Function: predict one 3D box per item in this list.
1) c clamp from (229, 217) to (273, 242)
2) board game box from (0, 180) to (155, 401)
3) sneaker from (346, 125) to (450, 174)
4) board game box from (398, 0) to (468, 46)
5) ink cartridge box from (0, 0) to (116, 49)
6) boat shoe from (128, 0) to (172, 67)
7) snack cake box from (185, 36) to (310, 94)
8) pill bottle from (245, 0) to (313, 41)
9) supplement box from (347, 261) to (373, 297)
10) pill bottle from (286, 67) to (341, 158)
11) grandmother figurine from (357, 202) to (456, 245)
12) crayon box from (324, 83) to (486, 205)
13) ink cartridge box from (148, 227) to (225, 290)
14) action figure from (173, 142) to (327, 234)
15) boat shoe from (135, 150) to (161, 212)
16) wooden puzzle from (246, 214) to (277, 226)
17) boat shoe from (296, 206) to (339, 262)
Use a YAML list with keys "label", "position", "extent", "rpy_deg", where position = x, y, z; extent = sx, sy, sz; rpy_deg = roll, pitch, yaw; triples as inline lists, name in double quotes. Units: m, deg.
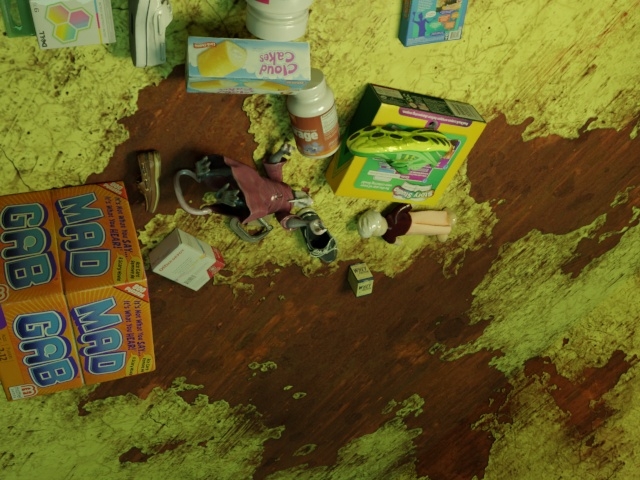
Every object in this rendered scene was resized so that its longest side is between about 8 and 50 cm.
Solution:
- label: "c clamp"
  position: [-0.188, -0.052, 1.999]
  extent: [0.137, 0.022, 0.160]
  rpy_deg: [-26, 142, 5]
- label: "board game box"
  position: [-0.628, 0.119, 1.715]
  extent: [0.357, 0.356, 0.356]
  rpy_deg: [-10, 137, -18]
- label: "sneaker"
  position: [0.205, -0.226, 1.812]
  extent: [0.296, 0.109, 0.123]
  rpy_deg: [0, 130, -24]
- label: "board game box"
  position: [0.282, -0.584, 1.683]
  extent: [0.160, 0.047, 0.210]
  rpy_deg: [-12, 138, -16]
- label: "ink cartridge box"
  position: [-0.527, -0.451, 1.393]
  extent: [0.209, 0.062, 0.109]
  rpy_deg: [-10, 138, -17]
- label: "boat shoe"
  position: [-0.352, -0.479, 1.445]
  extent: [0.084, 0.095, 0.258]
  rpy_deg: [-10, 148, -24]
- label: "snack cake box"
  position: [-0.166, -0.385, 1.543]
  extent: [0.265, 0.089, 0.152]
  rpy_deg: [-2, 178, -13]
- label: "pill bottle"
  position: [-0.083, -0.569, 1.423]
  extent: [0.160, 0.160, 0.283]
  rpy_deg: [-10, 137, -18]
- label: "supplement box"
  position: [0.134, 0.132, 2.332]
  extent: [0.056, 0.083, 0.083]
  rpy_deg: [-13, 137, -17]
- label: "pill bottle"
  position: [-0.020, -0.321, 1.748]
  extent: [0.121, 0.121, 0.216]
  rpy_deg: [-21, 139, -6]
- label: "grandmother figurine"
  position: [0.269, -0.054, 2.199]
  extent: [0.343, 0.104, 0.207]
  rpy_deg: [-3, 126, -28]
- label: "crayon box"
  position: [0.237, -0.257, 1.961]
  extent: [0.363, 0.106, 0.313]
  rpy_deg: [4, 132, -30]
- label: "ink cartridge box"
  position: [-0.385, 0.055, 1.992]
  extent: [0.127, 0.072, 0.175]
  rpy_deg: [-40, 138, 16]
- label: "action figure"
  position: [-0.157, -0.104, 1.835]
  extent: [0.276, 0.248, 0.370]
  rpy_deg: [-20, 165, 33]
- label: "boat shoe"
  position: [-0.441, -0.149, 1.760]
  extent: [0.060, 0.064, 0.178]
  rpy_deg: [-2, 128, -19]
- label: "wooden puzzle"
  position: [-0.176, -0.068, 2.017]
  extent: [0.116, 0.014, 0.078]
  rpy_deg: [9, 133, -34]
- label: "boat shoe"
  position: [0.000, 0.000, 2.127]
  extent: [0.095, 0.079, 0.254]
  rpy_deg: [-25, 139, -2]
